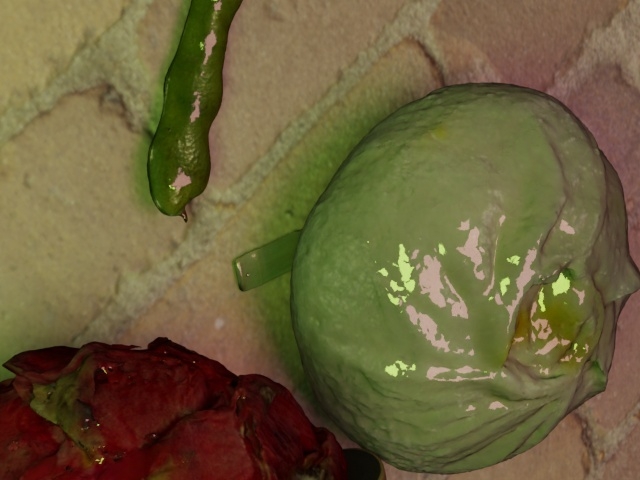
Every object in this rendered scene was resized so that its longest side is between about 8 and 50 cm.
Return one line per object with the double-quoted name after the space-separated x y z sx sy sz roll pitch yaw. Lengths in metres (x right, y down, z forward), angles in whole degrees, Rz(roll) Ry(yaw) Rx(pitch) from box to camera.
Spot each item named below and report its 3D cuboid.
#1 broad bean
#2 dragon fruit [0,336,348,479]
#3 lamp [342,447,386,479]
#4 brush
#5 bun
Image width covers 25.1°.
-0.098 -0.142 1.171 0.052 0.053 0.256 12 85 -1 "broad bean"
-0.133 0.219 1.001 0.329 0.329 0.329 -4 97 -39 "dragon fruit"
0.040 0.290 1.272 0.121 0.121 0.215 -34 128 -32 "lamp"
0.000 0.000 1.278 0.178 0.030 0.033 -28 121 -35 "brush"
0.142 0.046 1.265 0.361 0.211 0.362 -21 122 -38 "bun"
